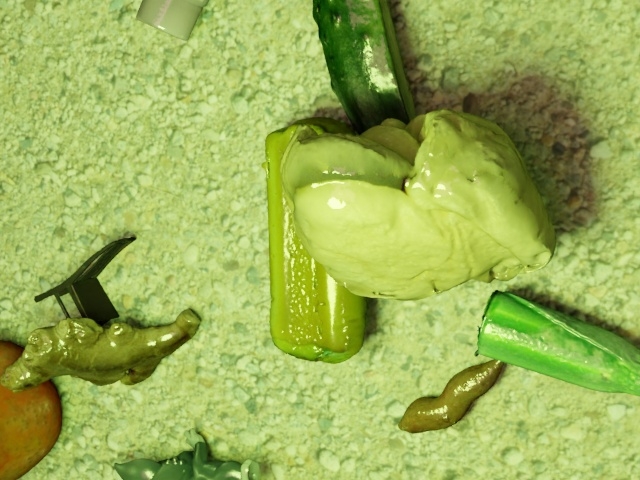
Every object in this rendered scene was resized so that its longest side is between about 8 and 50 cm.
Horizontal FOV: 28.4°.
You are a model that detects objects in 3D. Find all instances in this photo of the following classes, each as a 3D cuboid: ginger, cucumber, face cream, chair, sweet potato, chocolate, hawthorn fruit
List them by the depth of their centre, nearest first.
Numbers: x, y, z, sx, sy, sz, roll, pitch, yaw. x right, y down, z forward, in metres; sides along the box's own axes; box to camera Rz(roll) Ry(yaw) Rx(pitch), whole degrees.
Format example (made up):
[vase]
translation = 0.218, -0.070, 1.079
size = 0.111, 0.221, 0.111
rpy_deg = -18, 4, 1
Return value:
[chocolate]
translation = 0.375, 0.163, 1.829
size = 0.291, 0.110, 0.110
rpy_deg = 19, 108, 17
[cucumber]
translation = 0.067, -0.261, 1.882
size = 0.145, 0.105, 0.325
rpy_deg = -13, 98, 25
[sweet potato]
translation = 0.206, 0.245, 1.946
size = 0.218, 0.051, 0.065
rpy_deg = -37, 82, 26
[face cream]
translation = -0.197, -0.455, 1.977
size = 0.154, 0.096, 0.274
rpy_deg = 28, 98, 20
[ginger]
translation = -0.373, 0.189, 2.135
size = 0.166, 0.333, 0.080
rpy_deg = 99, 157, -46
[chair]
translation = -0.379, 0.086, 2.168
size = 0.212, 0.084, 0.101
rpy_deg = -32, 83, 26
[hawthorn fruit]
translation = -0.608, 0.313, 2.200
size = 0.277, 0.298, 0.277
rpy_deg = 3, 104, 10

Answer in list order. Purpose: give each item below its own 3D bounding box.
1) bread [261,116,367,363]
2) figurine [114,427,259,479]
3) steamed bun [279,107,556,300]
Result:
[bread]
translation = 0.000, 0.000, 1.956
size = 0.166, 0.112, 0.383
rpy_deg = 5, 102, 34
[figurine]
translation = -0.200, 0.430, 2.127
size = 0.265, 0.140, 0.193
rpy_deg = -4, 119, 48
[steamed bun]
translation = 0.138, -0.067, 1.763
size = 0.372, 0.325, 0.230
rpy_deg = -2, 58, 8
